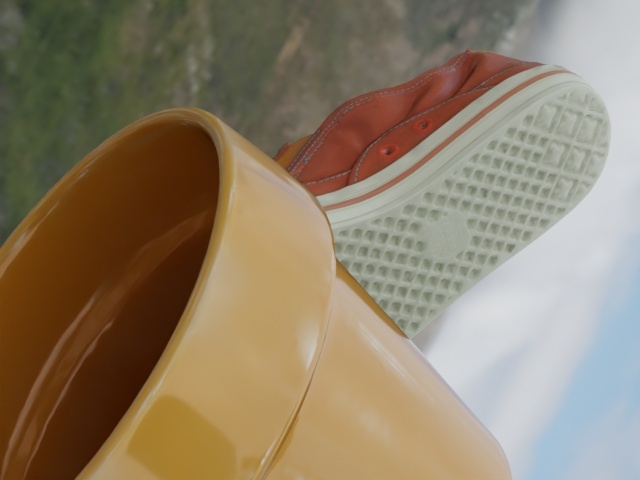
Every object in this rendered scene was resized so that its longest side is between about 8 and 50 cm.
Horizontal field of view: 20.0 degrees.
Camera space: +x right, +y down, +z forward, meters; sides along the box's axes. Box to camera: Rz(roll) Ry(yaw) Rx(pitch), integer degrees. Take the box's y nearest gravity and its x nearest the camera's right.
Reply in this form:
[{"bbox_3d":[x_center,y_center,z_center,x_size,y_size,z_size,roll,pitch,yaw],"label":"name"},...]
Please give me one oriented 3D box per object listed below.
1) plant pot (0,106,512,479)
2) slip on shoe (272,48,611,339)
[{"bbox_3d":[-0.034,0.084,0.707,0.205,0.188,0.205,-39,-149,28],"label":"plant pot"},{"bbox_3d":[0.000,0.000,0.946,0.331,0.101,0.123,-33,129,-20],"label":"slip on shoe"}]
